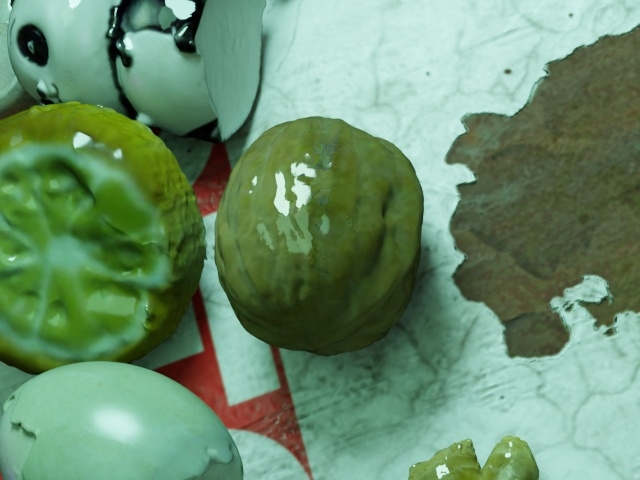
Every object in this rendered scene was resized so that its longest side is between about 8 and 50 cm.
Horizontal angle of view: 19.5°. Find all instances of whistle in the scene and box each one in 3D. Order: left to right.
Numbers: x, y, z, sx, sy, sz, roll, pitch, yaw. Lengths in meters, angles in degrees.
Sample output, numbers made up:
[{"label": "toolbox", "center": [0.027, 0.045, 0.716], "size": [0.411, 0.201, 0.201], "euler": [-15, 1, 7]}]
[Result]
[{"label": "whistle", "center": [-0.322, -0.208, 1.891], "size": [0.107, 0.057, 0.220], "euler": [6, 71, 22]}]

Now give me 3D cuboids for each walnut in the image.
[{"label": "walnut", "center": [0.000, 0.000, 1.626], "size": [0.213, 0.213, 0.213], "euler": [-6, 69, 17]}]

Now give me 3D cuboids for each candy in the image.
[{"label": "candy", "center": [-0.230, 0.002, 1.708], "size": [0.260, 0.118, 0.259], "euler": [4, 101, 21]}]

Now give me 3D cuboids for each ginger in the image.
[{"label": "ginger", "center": [0.137, 0.309, 1.542], "size": [0.118, 0.065, 0.298], "euler": [-13, 70, 21]}]

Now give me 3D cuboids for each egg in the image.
[{"label": "egg", "center": [-0.185, 0.192, 1.629], "size": [0.217, 0.183, 0.183], "euler": [31, 83, 29]}]

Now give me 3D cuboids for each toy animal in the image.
[{"label": "toy animal", "center": [-0.182, -0.185, 1.767], "size": [0.235, 0.187, 0.165], "euler": [3, 45, 17]}]
